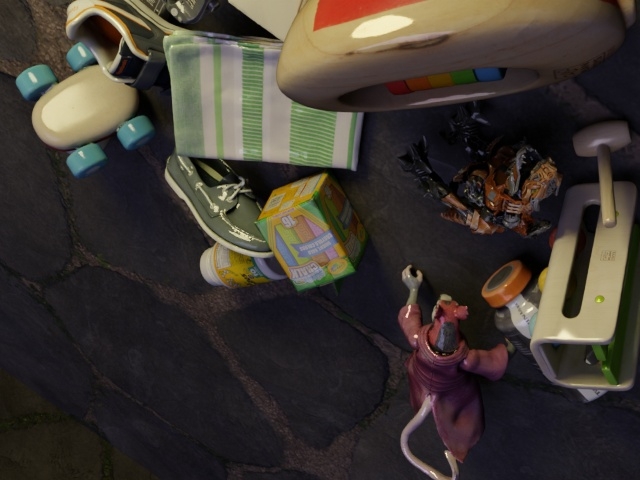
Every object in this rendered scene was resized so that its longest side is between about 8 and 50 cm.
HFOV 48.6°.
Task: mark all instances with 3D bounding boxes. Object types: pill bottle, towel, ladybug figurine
[{"bbox_3d":[0.383,0.146,1.189,0.245,0.130,0.130,44,138,-7],"label":"pill bottle"},{"bbox_3d":[-0.156,0.038,1.486,0.208,0.117,0.118,-14,117,41],"label":"pill bottle"},{"bbox_3d":[-0.088,-0.224,1.178,0.324,0.038,0.248,4,134,0],"label":"towel"},{"bbox_3d":[0.154,-0.270,0.899,0.449,0.305,0.162,-4,90,20],"label":"ladybug figurine"}]

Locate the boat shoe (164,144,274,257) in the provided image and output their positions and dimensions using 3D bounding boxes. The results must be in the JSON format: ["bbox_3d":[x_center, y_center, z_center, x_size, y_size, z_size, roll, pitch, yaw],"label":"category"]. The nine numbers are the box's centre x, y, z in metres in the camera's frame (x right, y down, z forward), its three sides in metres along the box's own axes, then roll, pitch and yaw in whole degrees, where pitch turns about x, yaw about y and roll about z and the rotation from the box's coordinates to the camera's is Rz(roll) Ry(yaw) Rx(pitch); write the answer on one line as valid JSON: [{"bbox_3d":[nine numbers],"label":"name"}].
[{"bbox_3d":[-0.188,-0.088,1.367,0.319,0.116,0.099,42,129,27],"label":"boat shoe"}]

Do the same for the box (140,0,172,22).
[{"bbox_3d":[-0.336,-0.485,1.202,0.231,0.056,0.183,43,138,-4],"label":"box"}]

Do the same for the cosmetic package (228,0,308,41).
[{"bbox_3d":[0.004,-0.433,0.931,0.113,0.160,0.309,36,139,2],"label":"cosmetic package"}]

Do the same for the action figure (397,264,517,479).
[{"bbox_3d":[0.207,0.229,1.301,0.248,0.276,0.370,24,150,25],"label":"action figure"}]

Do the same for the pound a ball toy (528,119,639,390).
[{"bbox_3d":[0.363,0.015,0.985,0.135,0.319,0.208,-4,139,36],"label":"pound a ball toy"}]

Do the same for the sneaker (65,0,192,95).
[{"bbox_3d":[-0.280,-0.306,1.206,0.321,0.128,0.126,28,139,-19],"label":"sneaker"}]

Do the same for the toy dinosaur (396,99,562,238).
[{"bbox_3d":[0.232,-0.076,1.056,0.218,0.164,0.322,49,145,4],"label":"toy dinosaur"}]

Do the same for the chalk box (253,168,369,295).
[{"bbox_3d":[0.000,0.000,1.311,0.132,0.132,0.213,-21,114,26],"label":"chalk box"}]

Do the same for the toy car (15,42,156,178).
[{"bbox_3d":[-0.468,-0.245,1.450,0.219,0.210,0.238,57,166,-1],"label":"toy car"}]

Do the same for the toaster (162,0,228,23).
[{"bbox_3d":[-0.195,-0.442,1.053,0.227,0.146,0.129,50,141,3],"label":"toaster"}]
